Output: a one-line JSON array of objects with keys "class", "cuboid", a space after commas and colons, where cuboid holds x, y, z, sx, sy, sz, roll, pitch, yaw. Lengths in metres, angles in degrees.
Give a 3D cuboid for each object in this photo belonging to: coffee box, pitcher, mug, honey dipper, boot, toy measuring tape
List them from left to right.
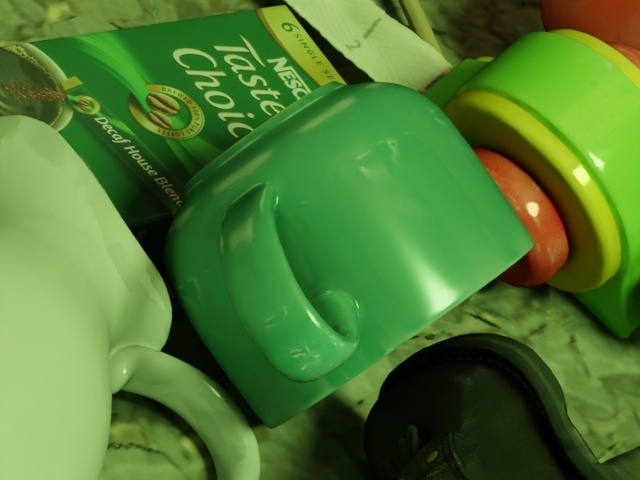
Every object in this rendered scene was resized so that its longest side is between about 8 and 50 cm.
[{"class": "pitcher", "cuboid": [-0.107, 0.067, 0.672, 0.178, 0.125, 0.207, 42, 29, -7]}, {"class": "coffee box", "cuboid": [-0.064, -0.045, 0.857, 0.184, 0.040, 0.113, -12, 54, -37]}, {"class": "boot", "cuboid": [-0.002, 0.125, 0.653, 0.229, 0.091, 0.263, -21, 17, -17]}, {"class": "mug", "cuboid": [0.006, -0.004, 0.752, 0.129, 0.158, 0.097, -34, 88, -14]}, {"class": "honey dipper", "cuboid": [0.048, -0.114, 1.002, 0.030, 0.030, 0.161, 2, 49, -28]}, {"class": "toy measuring tape", "cuboid": [0.068, -0.079, 0.898, 0.330, 0.121, 0.121, 45, 43, 16]}]

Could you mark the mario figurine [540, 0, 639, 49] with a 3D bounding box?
[{"class": "mario figurine", "cuboid": [0.242, -0.047, 1.002, 0.320, 0.170, 0.198, 29, 3, -15]}]
